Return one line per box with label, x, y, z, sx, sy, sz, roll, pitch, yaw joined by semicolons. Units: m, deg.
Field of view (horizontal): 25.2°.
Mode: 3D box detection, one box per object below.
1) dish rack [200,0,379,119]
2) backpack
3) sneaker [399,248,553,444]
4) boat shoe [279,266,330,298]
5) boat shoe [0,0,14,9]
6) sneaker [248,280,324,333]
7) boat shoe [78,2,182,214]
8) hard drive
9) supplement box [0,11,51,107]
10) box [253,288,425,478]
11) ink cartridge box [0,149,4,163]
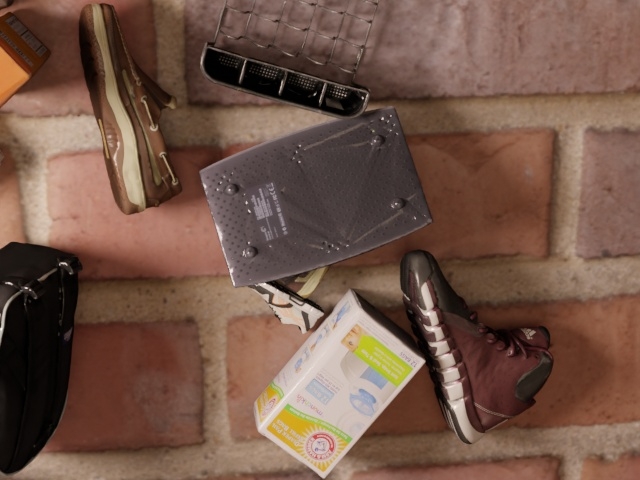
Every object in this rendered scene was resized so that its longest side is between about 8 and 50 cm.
dish rack;-0.015;-0.300;1.713;0.208;0.074;0.271;15;101;-11
backpack;-0.392;0.145;1.704;0.191;0.225;0.253;6;109;14
sneaker;0.208;0.114;1.836;0.162;0.106;0.281;-22;116;-6
boat shoe;0.000;0.000;1.797;0.049;0.056;0.152;26;98;-16
boat shoe;-0.434;-0.409;1.619;0.097;0.116;0.324;-15;109;-8
sneaker;-0.050;0.082;1.820;0.109;0.040;0.043;31;100;-12
boat shoe;-0.223;-0.164;1.722;0.095;0.095;0.257;-15;111;-17
hard drive;-0.005;-0.050;1.751;0.255;0.054;0.172;-19;79;3
supplement box;-0.364;-0.200;1.614;0.078;0.233;0.080;-42;101;5
box;0.021;0.181;1.819;0.114;0.103;0.203;39;96;-13
ink cartridge box;-0.456;-0.097;1.722;0.122;0.052;0.088;-36;105;1
